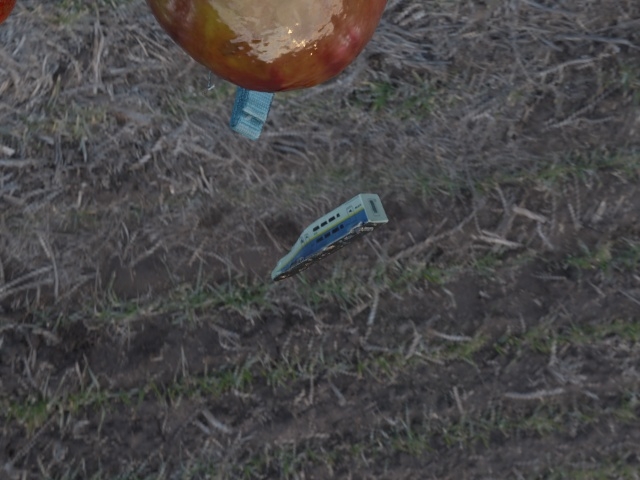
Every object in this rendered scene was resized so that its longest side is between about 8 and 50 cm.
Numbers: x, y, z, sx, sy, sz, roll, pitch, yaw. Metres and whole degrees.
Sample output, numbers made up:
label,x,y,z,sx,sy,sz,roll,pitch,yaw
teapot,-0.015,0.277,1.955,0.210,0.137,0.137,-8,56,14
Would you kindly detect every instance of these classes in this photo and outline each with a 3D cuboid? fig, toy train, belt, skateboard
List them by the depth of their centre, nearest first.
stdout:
label,x,y,z,sx,sy,sz,roll,pitch,yaw
fig,-0.052,-0.247,0.759,0.223,0.263,0.224,9,109,26
belt,-0.105,-0.234,1.300,0.065,0.100,0.179,26,62,-27
toy train,0.000,0.000,1.313,0.233,0.051,0.052,-31,161,38
skateboard,-0.184,-0.274,1.322,0.032,0.083,0.063,-23,145,35

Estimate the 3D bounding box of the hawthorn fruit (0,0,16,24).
label,x,y,z,sx,sy,sz,roll,pitch,yaw
hawthorn fruit,-0.457,-0.280,0.983,0.162,0.163,0.203,39,100,-23
